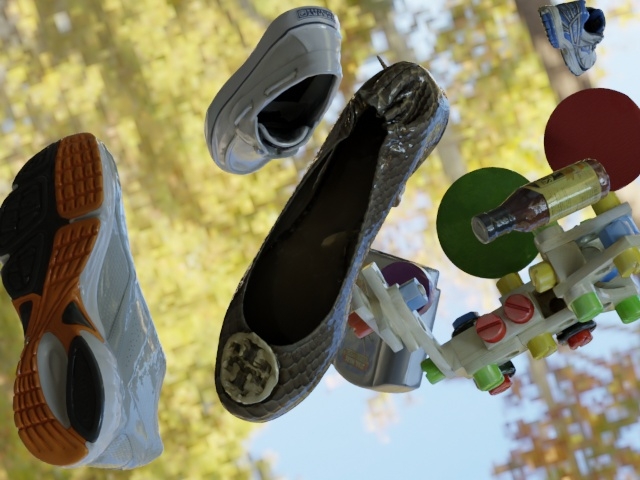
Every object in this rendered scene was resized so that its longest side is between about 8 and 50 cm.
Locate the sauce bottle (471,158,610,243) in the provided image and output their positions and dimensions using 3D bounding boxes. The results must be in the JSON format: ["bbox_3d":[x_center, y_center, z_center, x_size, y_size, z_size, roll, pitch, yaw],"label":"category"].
[{"bbox_3d":[0.191,-0.033,1.517,0.128,0.042,0.042,-23,-164,-23],"label":"sauce bottle"}]

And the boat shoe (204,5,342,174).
[{"bbox_3d":[-0.048,-0.123,1.698,0.095,0.084,0.258,0,151,-20],"label":"boat shoe"}]

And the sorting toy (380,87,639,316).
[{"bbox_3d":[0.225,-0.030,1.999,0.365,0.127,0.126,-38,167,9],"label":"sorting toy"}]

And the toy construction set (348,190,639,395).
[{"bbox_3d":[0.197,0.068,1.825,0.328,0.151,0.215,-16,163,15],"label":"toy construction set"}]

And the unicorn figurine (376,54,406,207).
[{"bbox_3d":[0.050,-0.082,1.470,0.060,0.111,0.162,16,-161,8],"label":"unicorn figurine"}]

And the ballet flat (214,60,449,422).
[{"bbox_3d":[0.000,0.000,1.081,0.084,0.250,0.058,33,-174,24],"label":"ballet flat"}]

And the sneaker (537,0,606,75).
[{"bbox_3d":[0.273,-0.213,1.808,0.058,0.052,0.135,-22,160,17],"label":"sneaker"}]

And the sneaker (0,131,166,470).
[{"bbox_3d":[-0.170,0.050,1.299,0.099,0.262,0.121,-13,157,25],"label":"sneaker"}]

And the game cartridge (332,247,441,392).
[{"bbox_3d":[0.085,0.117,2.530,0.062,0.198,0.297,16,-179,-19],"label":"game cartridge"}]
